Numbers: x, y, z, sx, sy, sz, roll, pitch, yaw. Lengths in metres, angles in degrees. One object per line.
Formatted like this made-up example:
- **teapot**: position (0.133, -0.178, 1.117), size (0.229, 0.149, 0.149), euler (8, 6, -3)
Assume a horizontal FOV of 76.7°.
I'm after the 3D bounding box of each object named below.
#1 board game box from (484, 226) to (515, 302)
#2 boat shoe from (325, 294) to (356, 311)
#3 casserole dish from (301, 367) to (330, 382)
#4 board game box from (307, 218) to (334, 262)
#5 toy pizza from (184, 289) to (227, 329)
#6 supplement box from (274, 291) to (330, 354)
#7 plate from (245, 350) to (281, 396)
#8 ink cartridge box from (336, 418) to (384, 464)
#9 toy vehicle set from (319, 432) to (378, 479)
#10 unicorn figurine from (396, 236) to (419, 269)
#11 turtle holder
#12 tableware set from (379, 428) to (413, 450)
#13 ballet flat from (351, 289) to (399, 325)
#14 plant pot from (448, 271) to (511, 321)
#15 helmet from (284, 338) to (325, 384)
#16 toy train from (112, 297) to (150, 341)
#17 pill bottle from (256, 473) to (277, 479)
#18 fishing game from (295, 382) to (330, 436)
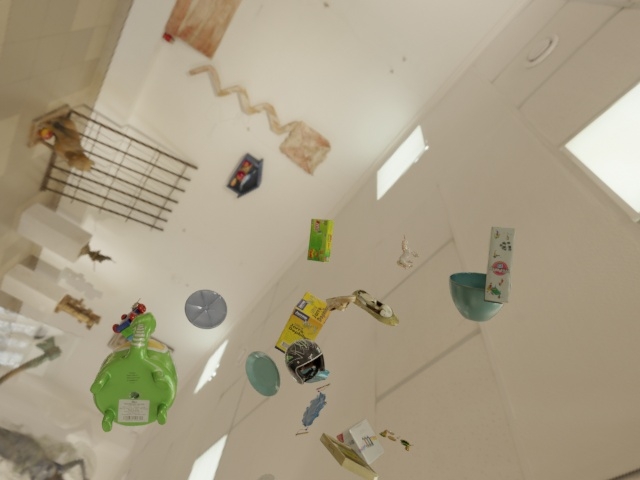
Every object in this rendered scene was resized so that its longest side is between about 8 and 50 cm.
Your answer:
- **board game box**: position (0.759, 0.113, 1.726), size (0.224, 0.097, 0.303), euler (25, 72, -67)
- **boat shoe**: position (0.082, 0.248, 1.580), size (0.170, 0.063, 0.059), euler (-24, -110, 56)
- **casserole dish**: position (-0.039, 0.666, 1.990), size (0.188, 0.114, 0.037), euler (-29, -136, 37)
- **board game box**: position (0.000, 0.000, 1.745), size (0.092, 0.043, 0.181), euler (6, -91, 34)
- **toy pizza**: position (-0.544, 0.329, 1.925), size (0.032, 0.201, 0.201), euler (-50, -166, 49)
- **supplement box**: position (-0.102, 0.527, 2.442), size (0.357, 0.195, 0.194), euler (-64, 173, 30)
- **plate**: position (-0.223, 0.524, 1.602), size (0.188, 0.188, 0.024), euler (-47, 161, 31)
- **ink cartridge box**: position (0.192, 0.986, 1.957), size (0.127, 0.176, 0.128), euler (-12, 153, -43)
- **toy vehicle set**: position (0.111, 0.892, 1.670), size (0.035, 0.166, 0.267), euler (-59, -167, -14)
- **unicorn figurine**: position (0.450, 0.069, 2.099), size (0.162, 0.111, 0.060), euler (-63, -174, 7)
- **turtle holder**: position (-0.578, 0.405, 1.262), size (0.243, 0.320, 0.227), euler (-21, -157, -3)
- **tableware set**: position (0.357, 0.951, 1.923), size (0.024, 0.154, 0.104), euler (-59, 175, -35)
- **ballet flat**: position (0.354, 0.423, 2.568), size (0.123, 0.348, 0.123), euler (-57, 172, -13)
- **plant pot**: position (0.789, 0.292, 2.033), size (0.290, 0.290, 0.196), euler (-123, -147, -75)
- **helmet**: position (-0.067, 0.480, 1.646), size (0.169, 0.162, 0.169), euler (-11, -162, 4)
- **toy train**: position (-0.747, 0.342, 1.694), size (0.105, 0.143, 0.248), euler (-32, -165, 5)
- **pill bottle**: position (-0.194, 1.246, 1.868), size (0.176, 0.319, 0.176), euler (-24, -164, 7)
- **fishing game**: position (-0.024, 0.825, 1.971), size (0.189, 0.041, 0.264), euler (-44, -170, 46)
